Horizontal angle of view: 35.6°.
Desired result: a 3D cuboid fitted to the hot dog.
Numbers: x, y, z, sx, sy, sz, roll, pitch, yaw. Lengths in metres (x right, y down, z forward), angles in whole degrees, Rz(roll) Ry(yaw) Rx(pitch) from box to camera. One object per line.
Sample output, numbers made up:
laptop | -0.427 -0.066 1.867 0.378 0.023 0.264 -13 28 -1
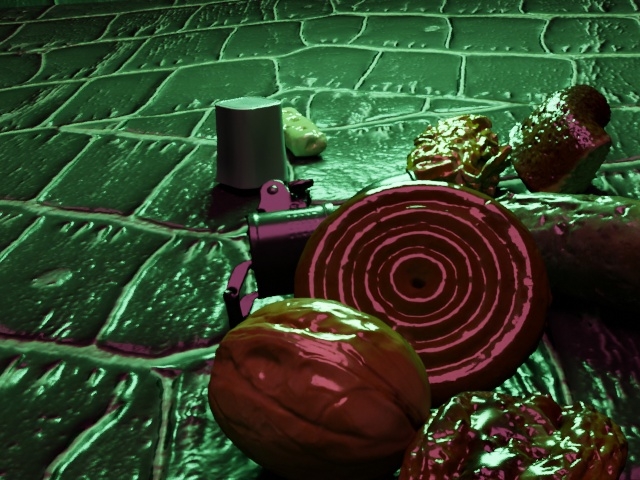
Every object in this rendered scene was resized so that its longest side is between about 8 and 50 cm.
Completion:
hot dog | 0.152 0.187 0.779 0.160 0.099 0.227 7 24 22

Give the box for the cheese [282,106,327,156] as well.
cheese | -0.041 -0.184 1.684 0.064 0.043 0.194 -7 23 -17

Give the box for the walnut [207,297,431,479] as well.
walnut | -0.003 0.130 0.863 0.206 0.159 0.159 12 29 30

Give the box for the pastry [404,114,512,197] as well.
pastry | 0.190 -0.097 1.375 0.154 0.102 0.250 -3 24 13

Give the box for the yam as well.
yam | 0.306 0.013 1.100 0.330 0.133 0.133 9 28 37

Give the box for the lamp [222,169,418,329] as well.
lamp | 0.000 0.000 1.135 0.227 0.147 0.172 -6 59 -3

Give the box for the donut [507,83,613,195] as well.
donut | 0.333 -0.137 1.374 0.144 0.126 0.186 49 35 13

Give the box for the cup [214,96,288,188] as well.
cup | -0.116 -0.150 1.524 0.095 0.130 0.128 -15 22 -36

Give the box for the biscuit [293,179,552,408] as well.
biscuit | 0.100 0.045 1.003 0.261 0.037 0.262 -3 59 6
